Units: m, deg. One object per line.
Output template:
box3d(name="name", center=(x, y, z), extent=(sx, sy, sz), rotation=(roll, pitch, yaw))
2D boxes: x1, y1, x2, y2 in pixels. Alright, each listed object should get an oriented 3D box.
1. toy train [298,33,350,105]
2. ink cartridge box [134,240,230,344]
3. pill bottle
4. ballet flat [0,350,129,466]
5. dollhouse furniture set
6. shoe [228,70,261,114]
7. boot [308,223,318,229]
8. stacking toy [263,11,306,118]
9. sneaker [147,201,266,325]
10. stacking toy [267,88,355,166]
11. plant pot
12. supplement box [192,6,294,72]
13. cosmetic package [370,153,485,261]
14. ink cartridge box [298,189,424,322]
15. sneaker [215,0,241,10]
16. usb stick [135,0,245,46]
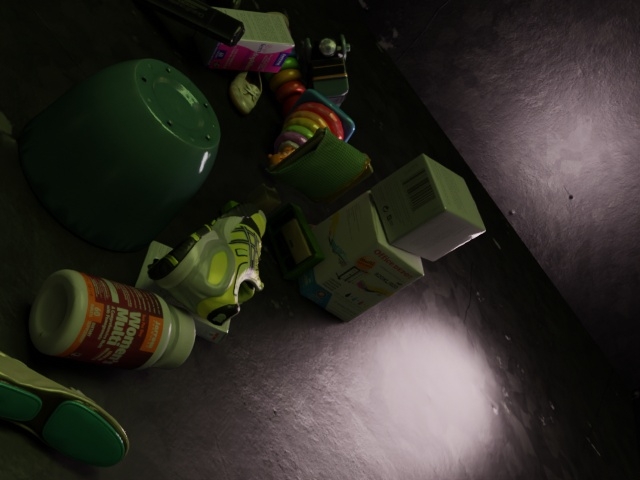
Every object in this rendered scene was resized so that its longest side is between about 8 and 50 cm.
box3d(name="toy train", center=(0.012, -0.473, 2.218), extent=(0.334, 0.142, 0.190), rotation=(145, -62, -84))
box3d(name="ink cartridge box", center=(-0.242, 0.092, 1.363), extent=(0.179, 0.045, 0.145), rotation=(25, 35, -16))
box3d(name="pill bottle", center=(-0.297, 0.124, 1.115), extent=(0.221, 0.121, 0.121), rotation=(23, 40, -47))
box3d(name="ballet flat", center=(-0.353, 0.208, 0.981), extent=(0.248, 0.086, 0.086), rotation=(39, 30, -29))
box3d(name="dollhouse furniture set", center=(-0.027, -0.069, 1.594), extent=(0.198, 0.302, 0.151), rotation=(21, 40, -54))
box3d(name="shoe", center=(-0.192, -0.406, 1.990), extent=(0.076, 0.058, 0.219), rotation=(40, 30, -30))
box3d(name="boot", center=(0.000, 0.000, 1.864), extent=(0.106, 0.037, 0.114), rotation=(51, 20, 21))
box3d(name="stacking toy", center=(-0.108, -0.471, 2.156), extent=(0.141, 0.141, 0.330), rotation=(0, 66, -60))
box3d(name="sneaker", center=(-0.169, 0.041, 1.326), extent=(0.147, 0.145, 0.384), rotation=(52, 20, -5))
box3d(name="stacking toy", center=(-0.054, -0.242, 1.957), extent=(0.175, 0.165, 0.302), rotation=(38, 38, -1))
box3d(name="plant pot", center=(-0.314, -0.166, 1.293), extent=(0.293, 0.235, 0.293), rotation=(39, 30, -28))
box3d(name="supplement box", center=(-0.197, -0.515, 1.964), extent=(0.220, 0.111, 0.113), rotation=(-6, 62, -34))
box3d(name="cosmetic package", center=(0.237, -0.068, 1.680), extent=(0.184, 0.151, 0.151), rotation=(22, 43, -47))
box3d(name="ink cartridge box", center=(0.086, 0.039, 1.740), extent=(0.171, 0.233, 0.168), rotation=(35, 32, -35))
box3d(name="sneaker", center=(-0.300, -0.727, 2.158), extent=(0.130, 0.087, 0.227), rotation=(24, 36, -44))
box3d(name="usb stick", center=(-0.315, -0.548, 1.829), extent=(0.278, 0.045, 0.077), rotation=(26, 64, 0))
